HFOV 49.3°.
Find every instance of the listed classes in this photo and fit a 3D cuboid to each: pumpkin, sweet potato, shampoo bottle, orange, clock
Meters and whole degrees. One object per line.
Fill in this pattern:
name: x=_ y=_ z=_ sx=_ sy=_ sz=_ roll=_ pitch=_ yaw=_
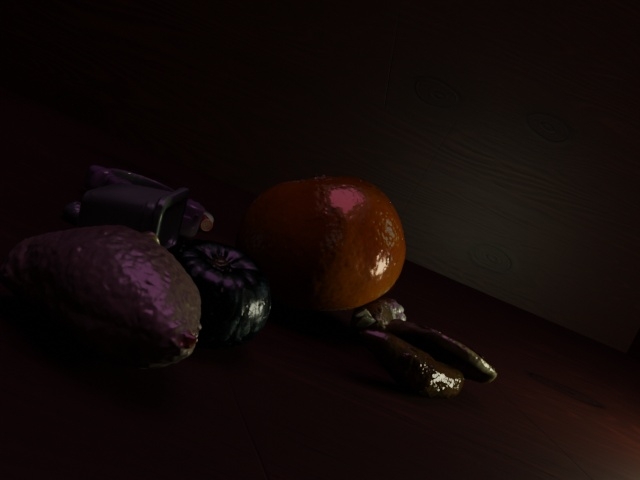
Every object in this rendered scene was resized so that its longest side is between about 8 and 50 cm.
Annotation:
pumpkin: x=-0.204 y=0.097 z=1.260 sx=0.233 sy=0.163 sz=0.233 roll=21 pitch=19 yaw=-8
sweet potato: x=0.209 y=0.280 z=1.482 sx=0.341 sy=0.092 sz=0.114 roll=32 pitch=13 yaw=-38
shampoo bottle: x=-0.402 y=-0.082 z=2.272 sx=0.108 sy=0.051 sz=0.221 roll=21 pitch=7 yaw=-31
orange: x=0.000 y=0.000 z=1.715 sx=0.424 sy=0.326 sz=0.424 roll=0 pitch=5 yaw=0
clock: x=-0.514 y=-0.119 z=1.979 sx=0.295 sy=0.113 sz=0.322 roll=17 pitch=9 yaw=-38

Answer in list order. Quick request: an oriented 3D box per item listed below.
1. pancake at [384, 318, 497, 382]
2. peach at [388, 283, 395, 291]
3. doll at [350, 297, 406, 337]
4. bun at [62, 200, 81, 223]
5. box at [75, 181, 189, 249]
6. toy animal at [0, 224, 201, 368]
pancake: x=0.277 y=0.262 z=1.622 sx=0.282 sy=0.049 sz=0.282 roll=23 pitch=-21 yaw=9
peach: x=0.169 y=0.100 z=2.259 sx=0.190 sy=0.190 sz=0.192 roll=29 pitch=6 yaw=35
doll: x=0.136 y=0.204 z=1.739 sx=0.115 sy=0.105 sz=0.221 roll=-10 pitch=-1 yaw=25
bun: x=-0.578 y=-0.066 z=1.681 sx=0.083 sy=0.045 sz=0.083 roll=28 pitch=9 yaw=-5
box: x=-0.428 y=-0.047 z=1.599 sx=0.182 sy=0.175 sz=0.312 roll=15 pitch=9 yaw=-3
toy animal: x=-0.296 y=0.078 z=1.041 sx=0.358 sy=0.188 sz=0.226 roll=29 pitch=14 yaw=30
